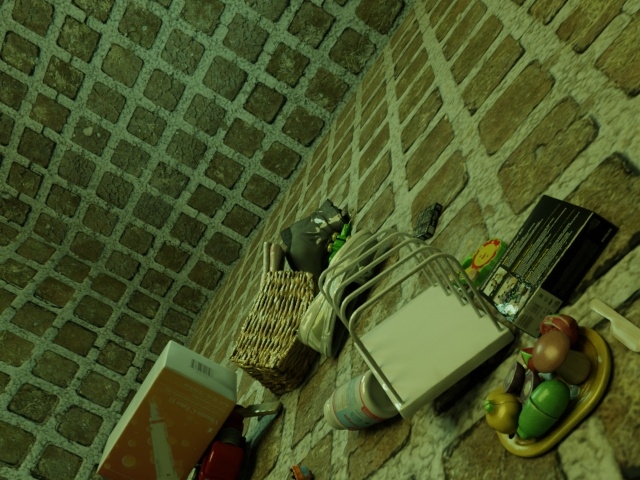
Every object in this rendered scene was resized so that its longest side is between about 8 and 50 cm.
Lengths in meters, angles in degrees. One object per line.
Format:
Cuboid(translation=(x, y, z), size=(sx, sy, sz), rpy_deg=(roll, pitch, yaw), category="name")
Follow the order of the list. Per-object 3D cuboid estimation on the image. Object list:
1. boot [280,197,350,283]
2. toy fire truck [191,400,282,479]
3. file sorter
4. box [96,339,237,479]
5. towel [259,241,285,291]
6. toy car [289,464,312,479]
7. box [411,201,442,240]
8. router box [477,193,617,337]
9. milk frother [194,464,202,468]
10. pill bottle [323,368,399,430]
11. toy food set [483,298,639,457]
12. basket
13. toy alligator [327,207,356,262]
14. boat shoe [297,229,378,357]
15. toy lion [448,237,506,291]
Cuboid(translation=(0.000, 0.000, 1.833), size=(0.223, 0.118, 0.338), rpy_deg=(-36, 40, 9), category="boot")
Cuboid(translation=(-0.220, 0.528, 1.528), size=(0.217, 0.159, 0.246), rpy_deg=(-87, 20, -63), category="toy fire truck")
Cuboid(translation=(0.125, 0.103, 0.914), size=(0.193, 0.173, 0.278), rpy_deg=(-35, 13, -2), category="file sorter")
Cuboid(translation=(-0.402, 0.482, 1.541), size=(0.345, 0.215, 0.168), rpy_deg=(-57, 14, 8), category="box")
Cuboid(translation=(-0.161, 0.175, 1.830), size=(0.332, 0.054, 0.316), rpy_deg=(85, -168, -83), category="towel")
Cuboid(translation=(-0.023, 0.483, 1.118), size=(0.041, 0.060, 0.122), rpy_deg=(-19, 27, -14), category="toy car")
Cuboid(translation=(0.233, -0.037, 1.273), size=(0.067, 0.018, 0.083), rpy_deg=(-37, 26, 59), category="box")
Cuboid(translation=(0.306, 0.030, 0.802), size=(0.178, 0.046, 0.133), rpy_deg=(-57, 13, 10), category="router box")
Cuboid(translation=(-0.341, 0.637, 1.834), size=(0.143, 0.129, 0.134), rpy_deg=(-8, 35, 15), category="milk frother")
Cuboid(translation=(0.072, 0.289, 1.028), size=(0.160, 0.087, 0.087), rpy_deg=(-45, 20, 49), category="pill bottle")
Cuboid(translation=(0.258, 0.149, 0.673), size=(0.217, 0.071, 0.128), rpy_deg=(-55, 14, 19), category="toy food set")
Cuboid(translation=(-0.065, 0.258, 1.585), size=(0.214, 0.223, 0.299), rpy_deg=(-1, 53, 35), category="basket")
Cuboid(translation=(0.073, -0.006, 1.737), size=(0.189, 0.056, 0.051), rpy_deg=(-65, -26, -21), category="toy alligator")
Cuboid(translation=(0.063, 0.126, 1.402), size=(0.320, 0.103, 0.118), rpy_deg=(-59, -32, -8), category="boat shoe")
Cuboid(translation=(0.268, 0.038, 0.970), size=(0.096, 0.034, 0.100), rpy_deg=(-57, 11, -16), category="toy lion")
